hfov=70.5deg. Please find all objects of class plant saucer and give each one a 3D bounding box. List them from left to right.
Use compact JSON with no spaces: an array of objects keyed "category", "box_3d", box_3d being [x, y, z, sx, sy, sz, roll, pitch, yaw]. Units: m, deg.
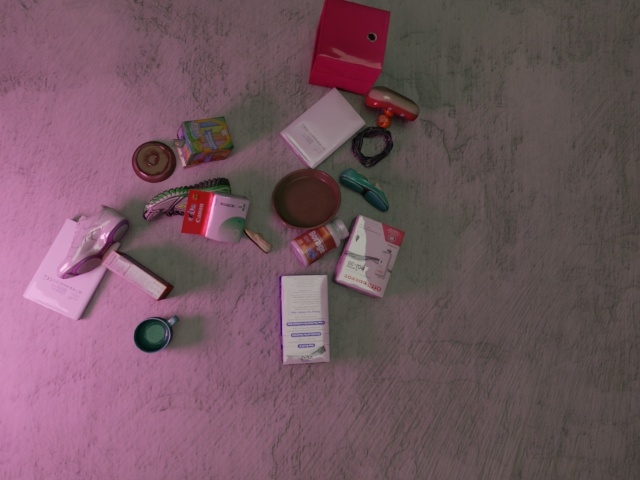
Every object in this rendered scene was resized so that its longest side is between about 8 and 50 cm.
[{"category":"plant saucer","box_3d":[-0.652,-0.310,1.771,0.168,0.029,0.169,1,85,-10]},{"category":"plant saucer","box_3d":[-0.055,-0.160,1.805,0.277,0.041,0.278,-2,65,4]}]

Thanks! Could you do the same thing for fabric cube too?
[{"category":"fabric cube","box_3d":[0.109,-0.772,1.823,0.257,0.259,0.254,10,84,-8]}]

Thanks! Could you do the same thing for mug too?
[{"category":"mug","box_3d":[-0.603,0.347,1.681,0.157,0.097,0.130,-2,85,-10]}]

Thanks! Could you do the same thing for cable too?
[{"category":"cable","box_3d":[0.222,-0.407,1.920,0.184,0.047,0.151,-40,87,-7]}]

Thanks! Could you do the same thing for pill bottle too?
[{"category":"pill bottle","box_3d":[0.000,0.000,1.802,0.216,0.121,0.121,-32,90,-11]}]

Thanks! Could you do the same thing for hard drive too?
[{"category":"hard drive","box_3d":[-0.916,0.106,1.681,0.210,0.040,0.319,27,81,-6]},{"category":"hard drive","box_3d":[0.011,-0.464,1.888,0.307,0.040,0.203,-42,92,-11]}]

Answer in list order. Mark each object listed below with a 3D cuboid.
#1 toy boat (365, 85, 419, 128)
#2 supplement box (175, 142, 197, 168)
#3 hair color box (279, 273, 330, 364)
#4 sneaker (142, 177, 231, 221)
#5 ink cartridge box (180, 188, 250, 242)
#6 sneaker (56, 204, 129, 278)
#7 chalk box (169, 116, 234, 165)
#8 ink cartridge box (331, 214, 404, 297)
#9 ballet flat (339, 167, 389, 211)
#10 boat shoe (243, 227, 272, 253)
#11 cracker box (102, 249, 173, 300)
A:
[{"category":"toy boat","box_3d":[0.289,-0.544,1.903,0.230,0.151,0.151,20,117,-17]},{"category":"supplement box","box_3d":[-0.526,-0.340,1.789,0.062,0.036,0.099,-17,87,-12]},{"category":"hair color box","box_3d":[-0.064,0.303,1.771,0.185,0.110,0.339,0,83,-11]},{"category":"sneaker","box_3d":[-0.501,-0.132,1.725,0.343,0.134,0.147,-16,88,-11]},{"category":"ink cartridge box","box_3d":[-0.393,-0.089,1.706,0.224,0.056,0.181,5,112,-34]},{"category":"sneaker","box_3d":[-0.841,0.005,1.640,0.152,0.114,0.305,38,76,9]},{"category":"chalk box","box_3d":[-0.462,-0.374,1.725,0.212,0.132,0.132,-17,87,-29]},{"category":"ink cartridge box","box_3d":[0.192,0.068,1.829,0.207,0.117,0.283,21,82,-7]},{"category":"ballet flat","box_3d":[0.197,-0.220,1.879,0.247,0.083,0.087,34,66,-7]},{"category":"boat shoe","box_3d":[-0.248,-0.007,1.801,0.135,0.050,0.045,45,76,-13]},{"category":"cracker box","box_3d":[-0.663,0.130,1.662,0.232,0.155,0.067,36,81,-4]}]
